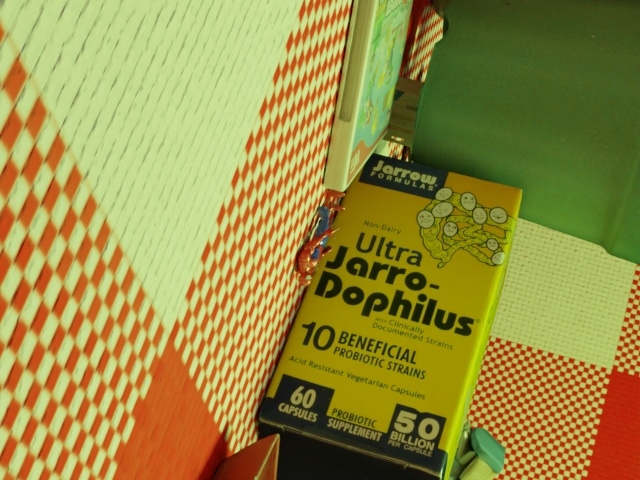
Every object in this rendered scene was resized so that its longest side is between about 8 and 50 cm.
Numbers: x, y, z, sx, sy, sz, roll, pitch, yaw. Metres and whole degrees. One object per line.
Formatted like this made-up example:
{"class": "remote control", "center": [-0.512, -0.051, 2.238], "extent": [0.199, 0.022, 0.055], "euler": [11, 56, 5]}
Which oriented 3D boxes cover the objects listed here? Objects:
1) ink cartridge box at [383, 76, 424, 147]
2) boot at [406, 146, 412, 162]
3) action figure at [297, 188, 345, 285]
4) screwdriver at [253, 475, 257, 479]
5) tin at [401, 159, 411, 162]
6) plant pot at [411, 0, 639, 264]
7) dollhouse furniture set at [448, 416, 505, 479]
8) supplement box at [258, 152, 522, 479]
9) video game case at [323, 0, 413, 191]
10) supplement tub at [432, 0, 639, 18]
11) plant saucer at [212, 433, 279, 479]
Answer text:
{"class": "ink cartridge box", "center": [0.100, -0.155, 1.392], "extent": [0.083, 0.048, 0.028], "euler": [94, 17, -48]}
{"class": "boot", "center": [0.175, -0.130, 1.650], "extent": [0.082, 0.106, 0.219], "euler": [-54, 157, -62]}
{"class": "action figure", "center": [0.000, 0.000, 1.160], "extent": [0.038, 0.030, 0.115], "euler": [99, 14, -54]}
{"class": "screwdriver", "center": [-0.052, 0.265, 1.012], "extent": [0.024, 0.025, 0.170], "euler": [-62, 164, -50]}
{"class": "tin", "center": [0.103, -0.029, 1.615], "extent": [0.106, 0.040, 0.189], "euler": [-57, 160, -46]}
{"class": "plant pot", "center": [0.297, -0.153, 1.372], "extent": [0.341, 0.334, 0.341], "euler": [15, 90, -81]}
{"class": "dollhouse furniture set", "center": [0.077, 0.336, 1.555], "extent": [0.286, 0.198, 0.303], "euler": [-47, 172, 9]}
{"class": "supplement box", "center": [0.084, 0.110, 1.286], "extent": [0.195, 0.194, 0.356], "euler": [88, 19, -57]}
{"class": "video game case", "center": [0.062, -0.215, 1.183], "extent": [0.204, 0.025, 0.285], "euler": [-55, 158, -61]}
{"class": "supplement tub", "center": [0.321, -0.355, 1.525], "extent": [0.193, 0.316, 0.193], "euler": [16, 90, -79]}
{"class": "plant saucer", "center": [-0.107, 0.338, 1.026], "extent": [0.259, 0.048, 0.258], "euler": [-61, 163, -49]}
